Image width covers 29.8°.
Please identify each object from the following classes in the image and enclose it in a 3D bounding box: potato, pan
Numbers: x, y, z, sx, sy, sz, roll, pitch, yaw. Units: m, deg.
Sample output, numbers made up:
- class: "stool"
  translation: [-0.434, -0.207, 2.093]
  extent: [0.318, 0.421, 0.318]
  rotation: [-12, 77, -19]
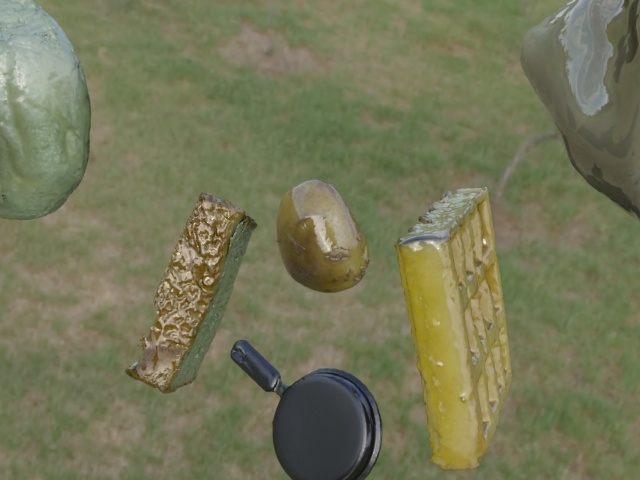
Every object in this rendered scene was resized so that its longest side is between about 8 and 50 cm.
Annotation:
- class: "potato"
  translation: [0.000, 0.000, 1.784]
  extent: [0.176, 0.137, 0.137]
  rotation: [56, 25, -14]
- class: "pan"
  translation: [-0.030, 0.180, 1.318]
  extent: [0.235, 0.136, 0.028]
  rotation: [37, 11, 35]

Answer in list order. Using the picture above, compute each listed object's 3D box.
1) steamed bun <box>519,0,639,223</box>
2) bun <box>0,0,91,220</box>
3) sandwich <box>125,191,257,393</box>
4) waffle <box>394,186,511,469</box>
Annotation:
- class: "steamed bun"
  translation: [0.345, -0.116, 0.865]
  extent: [0.342, 0.255, 0.368]
  rotation: [4, 41, -37]
- class: "bun"
  translation: [-0.302, -0.117, 1.107]
  extent: [0.221, 0.221, 0.108]
  rotation: [33, 44, 28]
- class: "sandwich"
  translation: [-0.161, 0.069, 1.579]
  extent: [0.087, 0.251, 0.226]
  rotation: [23, -2, -2]
- class: "waffle"
  translation: [0.138, 0.077, 1.174]
  extent: [0.055, 0.221, 0.248]
  rotation: [-7, 11, 18]
